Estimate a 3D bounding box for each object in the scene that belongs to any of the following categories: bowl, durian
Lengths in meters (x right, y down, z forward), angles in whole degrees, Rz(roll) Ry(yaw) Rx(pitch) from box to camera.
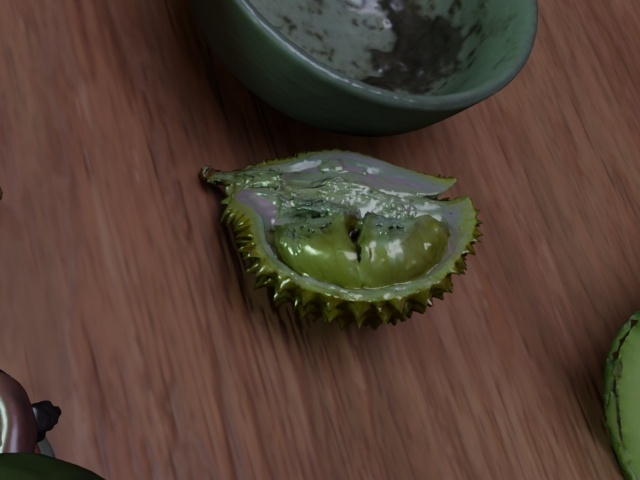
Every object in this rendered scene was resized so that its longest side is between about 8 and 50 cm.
[{"bbox_3d":[0.010,-0.189,0.811,0.289,0.146,0.289,14,58,-23],"label":"bowl"},{"bbox_3d":[0.000,0.000,0.733,0.208,0.102,0.146,23,47,12],"label":"durian"}]

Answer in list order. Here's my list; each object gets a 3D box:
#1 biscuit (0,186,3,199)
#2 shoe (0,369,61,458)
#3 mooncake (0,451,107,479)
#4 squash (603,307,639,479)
[{"bbox_3d":[-0.264,-0.031,0.629,0.131,0.026,0.237,26,51,-17],"label":"biscuit"},{"bbox_3d":[-0.258,0.107,0.478,0.291,0.137,0.114,1,62,-28],"label":"shoe"},{"bbox_3d":[-0.104,0.229,0.359,0.356,0.356,0.194,37,46,-7],"label":"mooncake"},{"bbox_3d":[0.423,0.072,0.828,0.384,0.263,0.263,-29,80,-39],"label":"squash"}]
